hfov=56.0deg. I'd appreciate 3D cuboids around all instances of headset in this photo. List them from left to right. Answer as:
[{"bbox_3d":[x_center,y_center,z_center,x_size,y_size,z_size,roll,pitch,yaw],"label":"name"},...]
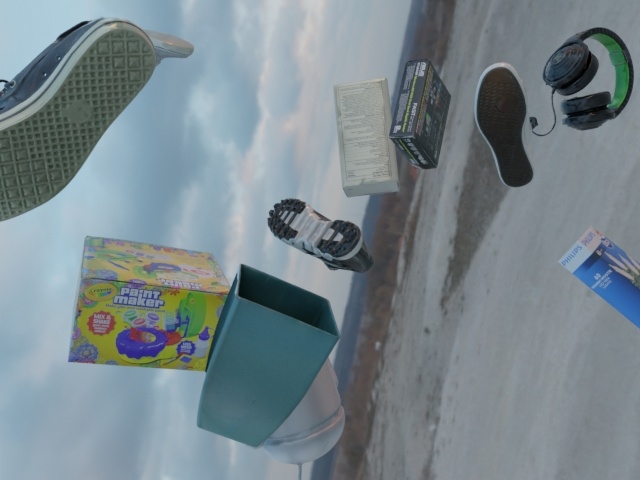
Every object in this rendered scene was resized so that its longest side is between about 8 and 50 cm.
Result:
[{"bbox_3d":[0.663,-0.397,1.604,0.394,0.243,0.185,-37,17,-19],"label":"headset"}]

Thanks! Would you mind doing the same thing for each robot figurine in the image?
[{"bbox_3d":[-0.066,0.323,1.296,0.300,0.200,0.353,-21,-84,-48],"label":"robot figurine"}]

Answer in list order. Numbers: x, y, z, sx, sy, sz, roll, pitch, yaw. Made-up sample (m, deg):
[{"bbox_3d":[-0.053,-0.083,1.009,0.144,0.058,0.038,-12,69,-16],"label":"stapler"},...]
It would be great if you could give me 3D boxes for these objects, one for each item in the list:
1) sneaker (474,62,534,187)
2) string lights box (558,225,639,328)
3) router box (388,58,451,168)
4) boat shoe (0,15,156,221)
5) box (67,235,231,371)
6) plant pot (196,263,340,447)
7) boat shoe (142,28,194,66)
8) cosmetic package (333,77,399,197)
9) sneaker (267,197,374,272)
[{"bbox_3d":[0.390,-0.258,1.280,0.123,0.106,0.290,-74,-30,-45],"label":"sneaker"},{"bbox_3d":[0.694,0.092,1.392,0.133,0.260,0.077,-27,-26,-49],"label":"string lights box"},{"bbox_3d":[0.140,-0.173,0.833,0.092,0.038,0.122,37,-119,-53],"label":"router box"},{"bbox_3d":[-0.515,-0.225,1.126,0.500,0.156,0.187,-45,-45,3],"label":"boat shoe"},{"bbox_3d":[-0.361,0.127,1.269,0.279,0.290,0.177,-140,62,-65],"label":"box"},{"bbox_3d":[-0.102,0.191,0.960,0.234,0.165,0.166,-64,11,11],"label":"plant pot"},{"bbox_3d":[-0.428,-0.472,1.490,0.079,0.227,0.081,-89,9,-58],"label":"boat shoe"},{"bbox_3d":[0.131,-0.291,1.714,0.113,0.160,0.309,47,-141,-76],"label":"cosmetic package"},{"bbox_3d":[0.000,0.000,0.984,0.078,0.234,0.106,-54,-49,-11],"label":"sneaker"}]
